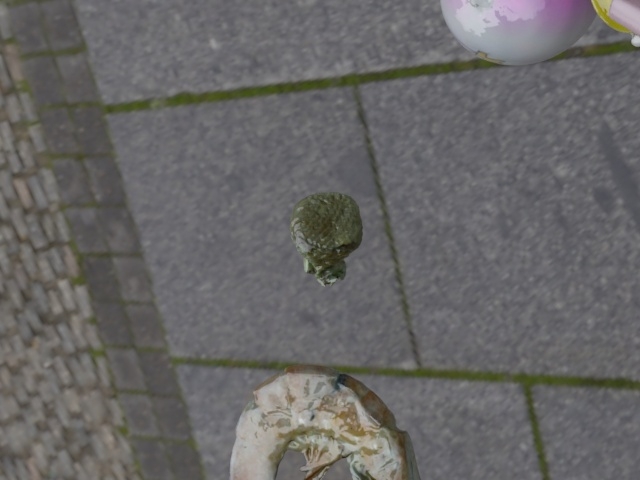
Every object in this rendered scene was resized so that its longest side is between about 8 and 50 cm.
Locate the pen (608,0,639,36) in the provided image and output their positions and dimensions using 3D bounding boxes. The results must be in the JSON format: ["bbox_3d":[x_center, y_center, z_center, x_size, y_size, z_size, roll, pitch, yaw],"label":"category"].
[{"bbox_3d":[0.307,-0.141,1.007,0.197,0.053,0.032,37,145,31],"label":"pen"}]

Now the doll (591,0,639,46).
[{"bbox_3d":[0.271,-0.232,1.185,0.062,0.162,0.106,-18,105,17],"label":"doll"}]

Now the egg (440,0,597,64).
[{"bbox_3d":[0.260,-0.322,1.704,0.196,0.271,0.196,4,105,17],"label":"egg"}]

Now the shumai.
[{"bbox_3d":[0.000,0.000,1.351,0.082,0.083,0.080,31,146,-4],"label":"shumai"}]

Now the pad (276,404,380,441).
[{"bbox_3d":[0.045,0.277,0.905,0.063,0.375,0.314,-44,42,43],"label":"pad"}]

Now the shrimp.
[{"bbox_3d":[0.019,0.334,1.762,0.247,0.085,0.360,-28,96,5],"label":"shrimp"}]
